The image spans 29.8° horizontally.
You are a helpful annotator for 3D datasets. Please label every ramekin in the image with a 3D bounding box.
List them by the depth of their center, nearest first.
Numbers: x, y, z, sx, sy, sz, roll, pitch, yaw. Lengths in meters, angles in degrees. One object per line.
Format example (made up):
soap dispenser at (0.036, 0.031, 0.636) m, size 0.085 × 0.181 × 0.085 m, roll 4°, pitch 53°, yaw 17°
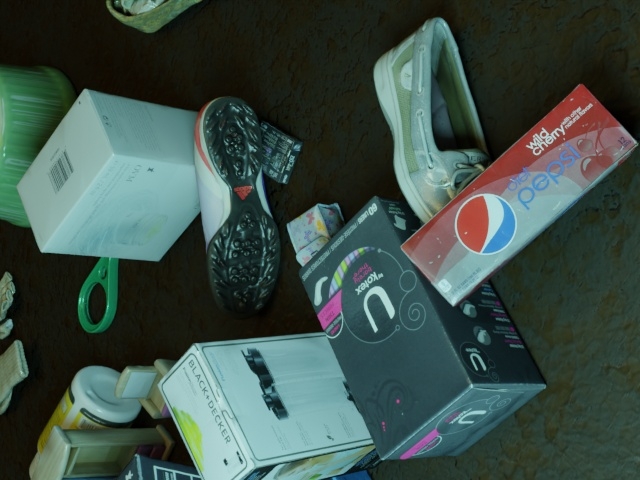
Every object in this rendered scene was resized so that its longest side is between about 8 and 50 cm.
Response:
ramekin at (-0.578, -0.181, 2.186) m, size 0.303 × 0.148 × 0.303 m, roll -8°, pitch 79°, yaw 45°

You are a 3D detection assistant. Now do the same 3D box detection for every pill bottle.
pill bottle at (-0.383, 0.314, 1.939) m, size 0.208 × 0.119 × 0.119 m, roll -56°, pitch 50°, yaw 25°

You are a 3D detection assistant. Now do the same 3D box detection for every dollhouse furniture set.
dollhouse furniture set at (-0.241, 0.372, 1.726) m, size 0.303 × 0.198 × 0.286 m, roll 42°, pitch 114°, yaw 40°

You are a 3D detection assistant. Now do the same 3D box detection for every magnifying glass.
magnifying glass at (-0.357, 0.046, 2.019) m, size 0.092 × 0.026 × 0.231 m, roll 29°, pitch 107°, yaw 45°

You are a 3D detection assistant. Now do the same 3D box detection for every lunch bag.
lunch bag at (0.000, 0.000, 1.632) m, size 0.071 × 0.053 × 0.083 m, roll -31°, pitch 72°, yaw 41°

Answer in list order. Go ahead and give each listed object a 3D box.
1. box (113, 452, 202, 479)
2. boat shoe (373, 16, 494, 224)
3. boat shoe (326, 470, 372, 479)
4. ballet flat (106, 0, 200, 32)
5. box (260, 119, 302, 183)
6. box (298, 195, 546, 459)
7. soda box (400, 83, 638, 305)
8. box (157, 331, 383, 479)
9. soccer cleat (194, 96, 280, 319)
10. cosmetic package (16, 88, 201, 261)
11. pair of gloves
box at (-0.128, 0.453, 1.483) m, size 0.183 × 0.294 × 0.296 m, roll -49°, pitch 36°, yaw 29°
boat shoe at (0.155, -0.122, 1.444) m, size 0.103 × 0.118 × 0.320 m, roll -43°, pitch 49°, yaw 39°
boat shoe at (0.026, 0.343, 1.537) m, size 0.089 × 0.109 × 0.258 m, roll -51°, pitch 36°, yaw 27°
ballet flat at (-0.212, -0.428, 1.865) m, size 0.348 × 0.123 × 0.123 m, roll -25°, pitch 67°, yaw 41°
box at (-0.067, -0.128, 1.742) m, size 0.083 × 0.018 × 0.067 m, roll 34°, pitch 109°, yaw 43°
box at (0.115, 0.104, 1.432) m, size 0.165 × 0.143 × 0.270 m, roll -47°, pitch 55°, yaw 32°
soda box at (0.215, -0.046, 1.309) m, size 0.263 × 0.083 × 0.092 m, roll -42°, pitch 81°, yaw 6°
box at (-0.037, 0.205, 1.459) m, size 0.087 × 0.290 × 0.169 m, roll -46°, pitch 63°, yaw 32°
soccer cleat at (-0.128, -0.047, 1.739) m, size 0.116 × 0.108 × 0.318 m, roll -173°, pitch 76°, yaw -72°
cosmetic package at (-0.298, -0.091, 1.828) m, size 0.224 × 0.224 × 0.138 m, roll -47°, pitch 56°, yaw 32°
pair of gloves at (-0.605, 0.203, 2.241) m, size 0.204 × 0.042 × 0.240 m, roll -48°, pitch 52°, yaw 35°
